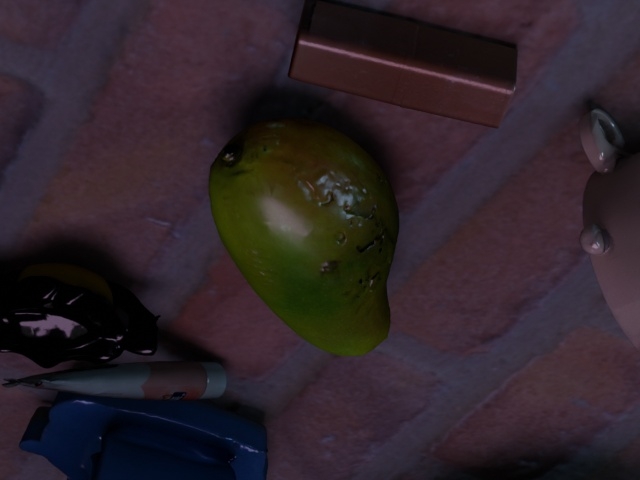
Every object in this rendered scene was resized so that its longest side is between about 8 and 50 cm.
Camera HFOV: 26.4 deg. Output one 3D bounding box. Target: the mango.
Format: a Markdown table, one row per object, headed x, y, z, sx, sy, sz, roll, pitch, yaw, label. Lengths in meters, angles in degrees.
| x | y | z | sx | sy | sz | roll | pitch | yaw | label |
| --- | --- | --- | --- | --- | --- | --- | --- | --- | --- |
| 0.000 | 0.000 | 1.003 | 0.125 | 0.111 | 0.233 | -5 | 137 | 26 | mango |

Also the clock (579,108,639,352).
| x | y | z | sx | sy | sz | roll | pitch | yaw | label |
| --- | --- | --- | --- | --- | --- | --- | --- | --- | --- |
| 0.244 | 0.010 | 0.931 | 0.063 | 0.156 | 0.229 | -26 | 94 | 34 | clock |

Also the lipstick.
| x | y | z | sx | sy | sz | roll | pitch | yaw | label |
| --- | --- | --- | --- | --- | --- | --- | --- | --- | --- |
| 0.054 | -0.116 | 0.902 | 0.145 | 0.045 | 0.045 | 14 | 138 | -4 | lipstick |

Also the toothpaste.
| x | y | z | sx | sy | sz | roll | pitch | yaw | label |
| --- | --- | --- | --- | --- | --- | --- | --- | --- | --- |
| -0.168 | 0.120 | 1.166 | 0.205 | 0.036 | 0.056 | 5 | 170 | -44 | toothpaste |

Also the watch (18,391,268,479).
| x | y | z | sx | sy | sz | roll | pitch | yaw | label |
| --- | --- | --- | --- | --- | --- | --- | --- | --- | --- |
| -0.189 | 0.305 | 1.281 | 0.241 | 0.274 | 0.305 | 16 | 135 | -9 | watch |

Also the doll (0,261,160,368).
| x | y | z | sx | sy | sz | roll | pitch | yaw | label |
| --- | --- | --- | --- | --- | --- | --- | --- | --- | --- |
| -0.255 | 0.059 | 1.148 | 0.249 | 0.088 | 0.127 | 4 | 180 | 12 | doll |
